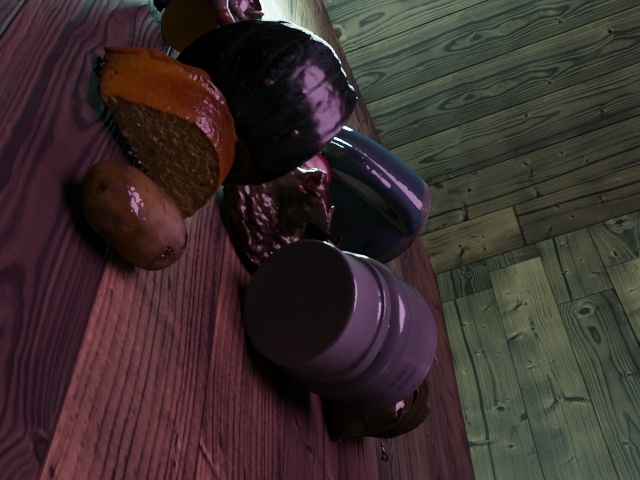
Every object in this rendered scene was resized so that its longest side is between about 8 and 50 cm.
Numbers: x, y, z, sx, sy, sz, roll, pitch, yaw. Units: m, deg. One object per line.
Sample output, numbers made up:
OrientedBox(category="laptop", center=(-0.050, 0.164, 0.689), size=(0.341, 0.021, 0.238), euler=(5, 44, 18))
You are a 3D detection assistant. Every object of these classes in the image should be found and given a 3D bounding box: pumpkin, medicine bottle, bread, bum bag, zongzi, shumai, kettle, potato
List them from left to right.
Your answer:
OrientedBox(category="potato", center=(-0.211, -0.026, 1.022), size=(0.170, 0.080, 0.107), euler=(53, 14, -64))
OrientedBox(category="bread", center=(-0.185, -0.148, 1.192), size=(0.129, 0.134, 0.260), euler=(-92, 160, -50))
OrientedBox(category="pumpkin", center=(-0.104, -0.235, 1.350), size=(0.263, 0.293, 0.197), euler=(-46, 122, -30))
OrientedBox(category="shumai", center=(-0.059, -0.053, 1.512), size=(0.166, 0.176, 0.206), euler=(-92, 163, -54))
OrientedBox(category="bum bag", center=(0.000, 0.000, 2.068), size=(0.109, 0.026, 0.159), euler=(59, 12, -45))
OrientedBox(category="medicine bottle", center=(0.035, 0.140, 1.477), size=(0.306, 0.245, 0.245), euler=(36, 36, -56))
OrientedBox(category="kettle", center=(0.069, -0.127, 1.935), size=(0.342, 0.247, 0.319), euler=(40, -14, -32))
OrientedBox(category="zongzi", center=(0.112, 0.236, 1.866), size=(0.447, 0.181, 0.418), euler=(44, 29, -70))

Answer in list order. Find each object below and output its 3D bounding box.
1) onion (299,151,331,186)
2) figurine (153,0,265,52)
OrientedBox(category="onion", center=(-0.063, -0.126, 1.785), size=(0.140, 0.150, 0.150), euler=(-1, -69, 65))
OrientedBox(category="figurine", center=(-0.184, -0.390, 1.555), size=(0.275, 0.161, 0.158), euler=(-15, 127, -76))
